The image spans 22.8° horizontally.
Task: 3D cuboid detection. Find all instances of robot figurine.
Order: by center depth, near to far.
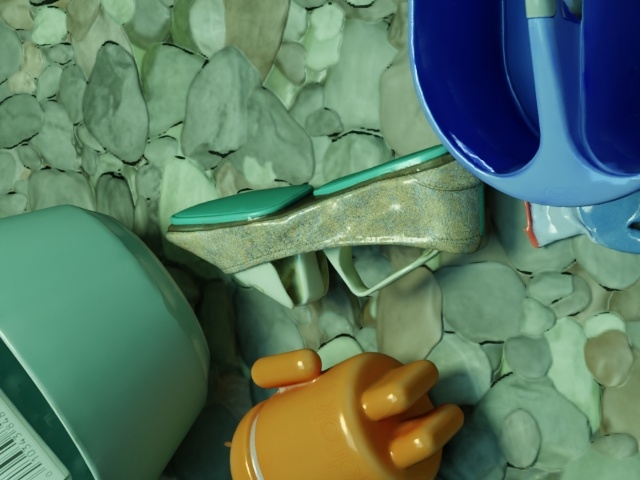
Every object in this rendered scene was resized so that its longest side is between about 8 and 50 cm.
[{"bbox_3d":[0.012,0.171,1.325,0.219,0.158,0.128,-30,40,35],"label":"robot figurine"}]

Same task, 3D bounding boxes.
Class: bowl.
[{"bbox_3d":[-0.213,0.093,1.407,0.311,0.163,0.311,44,156,26],"label":"bowl"}]

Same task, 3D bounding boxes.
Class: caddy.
[{"bbox_3d":[0.182,-0.194,1.095,0.241,0.179,0.341,0,93,32],"label":"caddy"}]

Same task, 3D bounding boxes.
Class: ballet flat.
[{"bbox_3d":[0.000,0.000,1.321,0.316,0.107,0.106,-11,100,39],"label":"ballet flat"}]

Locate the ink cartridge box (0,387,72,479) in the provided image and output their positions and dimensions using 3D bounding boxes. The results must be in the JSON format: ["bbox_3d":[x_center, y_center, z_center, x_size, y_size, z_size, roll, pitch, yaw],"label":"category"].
[{"bbox_3d":[-0.340,0.188,1.502,0.324,0.071,0.330,45,155,22],"label":"ink cartridge box"}]

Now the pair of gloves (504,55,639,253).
[{"bbox_3d":[0.212,-0.083,1.204,0.159,0.023,0.198,-10,93,36],"label":"pair of gloves"}]
